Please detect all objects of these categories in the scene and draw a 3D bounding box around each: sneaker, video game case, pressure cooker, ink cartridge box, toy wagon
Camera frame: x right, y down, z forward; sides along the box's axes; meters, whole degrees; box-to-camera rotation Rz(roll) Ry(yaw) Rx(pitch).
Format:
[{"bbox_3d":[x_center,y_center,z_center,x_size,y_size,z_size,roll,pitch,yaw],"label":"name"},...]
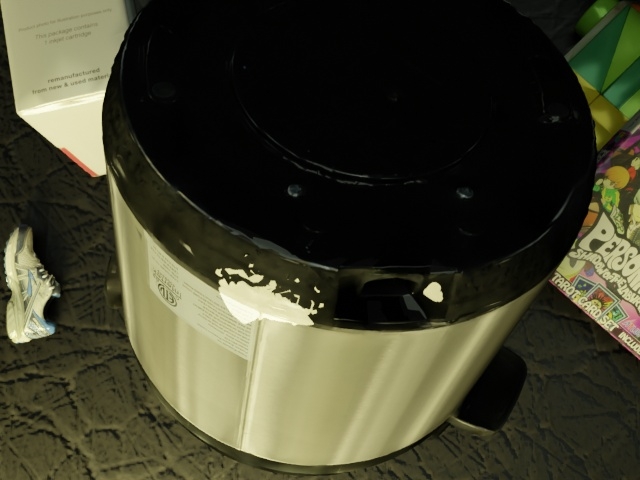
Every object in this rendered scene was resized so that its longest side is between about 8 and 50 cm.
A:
[{"bbox_3d":[-0.327,0.048,0.880,0.058,0.052,0.135,-4,87,-6],"label":"sneaker"},{"bbox_3d":[0.352,0.005,0.779,0.232,0.042,0.210,41,103,-6],"label":"video game case"},{"bbox_3d":[-0.005,0.003,0.690,0.376,0.420,0.369,-9,56,-16],"label":"pressure cooker"},{"bbox_3d":[-0.246,-0.249,0.832,0.131,0.226,0.306,-14,78,0],"label":"ink cartridge box"},{"bbox_3d":[0.331,-0.104,0.843,0.344,0.068,0.267,-44,80,-4],"label":"toy wagon"}]

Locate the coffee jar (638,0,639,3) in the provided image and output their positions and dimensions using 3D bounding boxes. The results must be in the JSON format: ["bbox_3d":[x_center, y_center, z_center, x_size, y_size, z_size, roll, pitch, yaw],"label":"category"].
[{"bbox_3d":[0.347,-0.335,0.837,0.079,0.096,0.184,-18,50,-5],"label":"coffee jar"}]
